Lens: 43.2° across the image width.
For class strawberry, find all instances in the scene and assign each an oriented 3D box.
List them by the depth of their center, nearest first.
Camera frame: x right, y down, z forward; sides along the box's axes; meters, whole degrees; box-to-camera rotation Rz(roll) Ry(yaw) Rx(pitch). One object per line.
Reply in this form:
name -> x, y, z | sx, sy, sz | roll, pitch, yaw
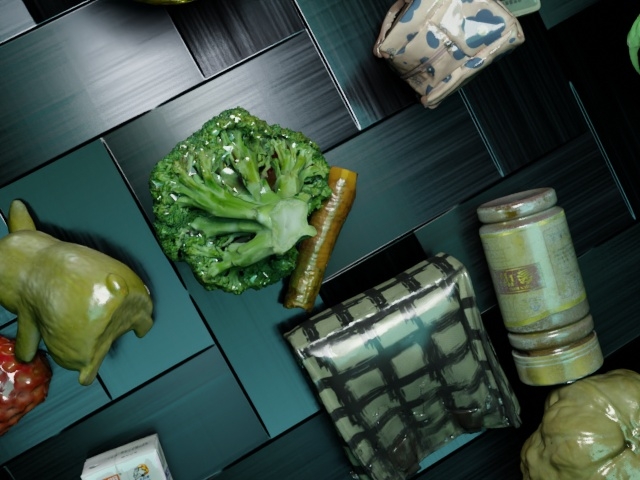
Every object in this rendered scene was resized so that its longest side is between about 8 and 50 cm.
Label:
strawberry -> -0.581, 0.261, 1.242 | 0.280, 0.150, 0.254 | 16, 87, -10

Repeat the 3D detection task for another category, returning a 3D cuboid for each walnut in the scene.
walnut -> 0.494, 0.367, 1.398 | 0.253, 0.277, 0.282 | 25, 59, 12

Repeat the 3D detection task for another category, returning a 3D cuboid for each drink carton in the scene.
drink carton -> -0.280, 0.492, 1.332 | 0.130, 0.106, 0.315 | -19, 96, -11

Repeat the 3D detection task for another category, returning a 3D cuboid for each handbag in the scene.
handbag -> 0.197, -0.330, 1.327 | 0.190, 0.251, 0.193 | 43, 101, -7
handbag -> 0.148, 0.234, 1.389 | 0.325, 0.162, 0.327 | -27, 105, -6

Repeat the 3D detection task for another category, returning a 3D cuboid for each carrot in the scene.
carrot -> 0.000, 0.000, 1.387 | 0.070, 0.070, 0.260 | 19, 89, -12

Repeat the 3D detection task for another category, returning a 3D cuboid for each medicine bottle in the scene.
medicine bottle -> 0.384, 0.079, 1.427 | 0.151, 0.151, 0.323 | -18, 95, -10

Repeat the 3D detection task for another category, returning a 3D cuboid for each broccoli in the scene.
broccoli -> -0.110, -0.057, 1.272 | 0.307, 0.275, 0.308 | -8, 103, -37

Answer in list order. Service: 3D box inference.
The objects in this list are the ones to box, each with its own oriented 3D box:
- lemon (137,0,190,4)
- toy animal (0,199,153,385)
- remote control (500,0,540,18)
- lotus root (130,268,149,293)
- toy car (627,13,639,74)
lemon -> -0.242, -0.537, 1.182 | 0.387, 0.350, 0.350 | 41, 84, -1
toy animal -> -0.429, 0.070, 1.256 | 0.181, 0.363, 0.180 | -45, 144, -39
remote control -> 0.304, -0.534, 1.443 | 0.123, 0.038, 0.285 | -14, 95, -10
lotus root -> -0.321, 0.069, 1.345 | 0.083, 0.030, 0.037 | 45, 77, -11
toy car -> 0.712, -0.301, 1.474 | 0.358, 0.176, 0.213 | 41, 84, -6
